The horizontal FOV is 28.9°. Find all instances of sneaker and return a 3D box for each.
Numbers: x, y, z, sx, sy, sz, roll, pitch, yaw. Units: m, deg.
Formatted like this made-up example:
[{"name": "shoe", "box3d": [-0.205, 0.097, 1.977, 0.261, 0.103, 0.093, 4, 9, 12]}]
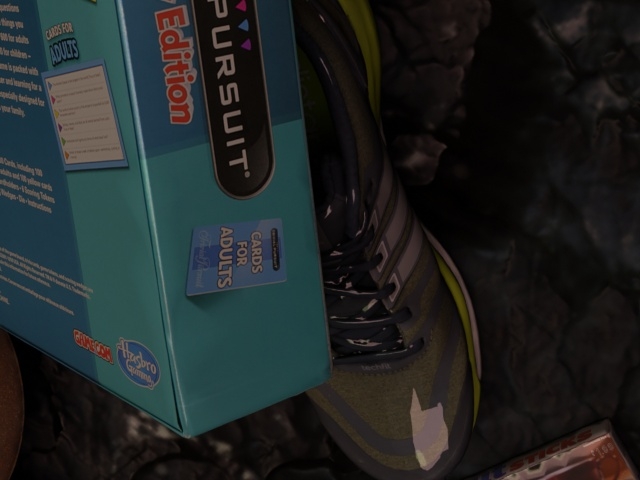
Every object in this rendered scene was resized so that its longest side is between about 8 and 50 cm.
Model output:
[{"name": "sneaker", "box3d": [0.000, 0.000, 0.618, 0.111, 0.121, 0.299, -18, 105, 16]}]

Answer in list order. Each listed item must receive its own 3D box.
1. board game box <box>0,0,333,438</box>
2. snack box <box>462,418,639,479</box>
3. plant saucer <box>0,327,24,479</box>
[{"name": "board game box", "box3d": [-0.114, -0.113, 0.547, 0.254, 0.079, 0.335, 17, 119, 51]}, {"name": "snack box", "box3d": [0.098, 0.166, 0.710, 0.178, 0.022, 0.064, -28, 103, 18]}, {"name": "plant saucer", "box3d": [-0.247, 0.095, 0.713, 0.169, 0.029, 0.168, -1, 87, 22]}]
